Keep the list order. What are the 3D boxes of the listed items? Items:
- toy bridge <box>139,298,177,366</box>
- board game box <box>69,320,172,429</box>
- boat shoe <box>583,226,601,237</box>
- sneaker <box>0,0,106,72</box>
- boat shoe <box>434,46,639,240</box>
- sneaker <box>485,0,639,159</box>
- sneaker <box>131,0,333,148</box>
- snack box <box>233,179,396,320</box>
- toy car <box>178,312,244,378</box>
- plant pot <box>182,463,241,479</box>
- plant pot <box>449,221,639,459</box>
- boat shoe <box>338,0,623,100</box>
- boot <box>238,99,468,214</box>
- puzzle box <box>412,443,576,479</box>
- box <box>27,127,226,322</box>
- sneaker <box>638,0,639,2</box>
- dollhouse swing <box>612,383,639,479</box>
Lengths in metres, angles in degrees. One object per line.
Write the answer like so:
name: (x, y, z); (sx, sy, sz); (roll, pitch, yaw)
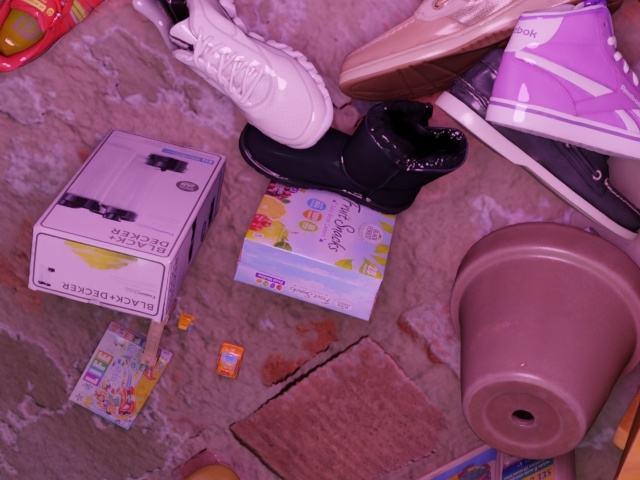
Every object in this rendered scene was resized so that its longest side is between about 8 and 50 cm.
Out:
toy bridge: (-0.220, 0.097, 1.577); (0.026, 0.063, 0.188); (21, 112, -1)
board game box: (-0.302, 0.205, 1.688); (0.103, 0.026, 0.154); (29, 120, -6)
boat shoe: (0.371, 0.045, 1.467); (0.040, 0.049, 0.142); (-26, 113, 23)
sneaker: (-0.314, -0.300, 1.356); (0.107, 0.118, 0.279); (40, 118, -13)
boat shoe: (0.290, -0.116, 1.337); (0.340, 0.127, 0.113); (32, 99, -24)
sneaker: (0.321, -0.173, 1.215); (0.282, 0.102, 0.161); (12, 94, -30)
sneaker: (-0.108, -0.212, 1.306); (0.292, 0.118, 0.110); (44, 113, 16)
snack box: (0.000, 0.000, 1.415); (0.174, 0.207, 0.070); (18, 120, 1)
toy car: (-0.167, 0.162, 1.632); (0.122, 0.040, 0.060); (31, 119, -8)
plant pot: (-0.168, 0.402, 1.733); (0.134, 0.095, 0.134); (4, 120, 7)
plant pot: (0.275, 0.146, 1.407); (0.263, 0.229, 0.263); (12, 132, 13)
boat shoe: (0.174, -0.261, 1.306); (0.341, 0.121, 0.110); (-19, 75, 15)
boot: (0.037, -0.121, 1.350); (0.246, 0.094, 0.207); (21, 160, -8)
puzzle box: (0.177, 0.419, 1.580); (0.409, 0.272, 0.052); (-34, 108, 24)
box: (-0.231, -0.028, 1.394); (0.169, 0.290, 0.087); (15, 120, 3)
sneaker: (0.358, -0.329, 1.152); (0.202, 0.185, 0.482); (-8, 108, 24)
dollhouse swing: (0.531, 0.178, 1.365); (0.315, 0.305, 0.346); (15, 119, 2)
